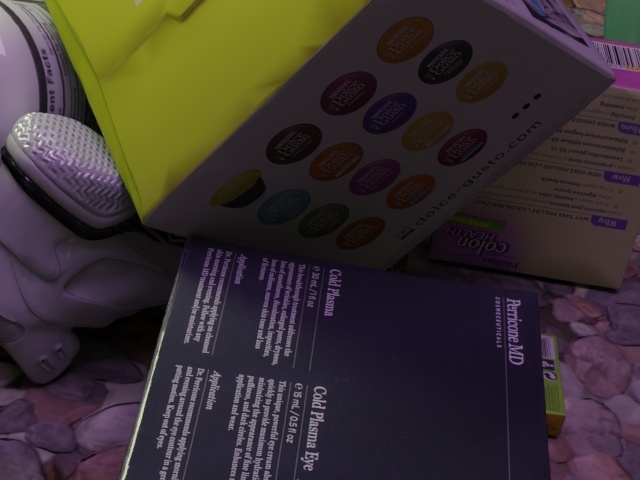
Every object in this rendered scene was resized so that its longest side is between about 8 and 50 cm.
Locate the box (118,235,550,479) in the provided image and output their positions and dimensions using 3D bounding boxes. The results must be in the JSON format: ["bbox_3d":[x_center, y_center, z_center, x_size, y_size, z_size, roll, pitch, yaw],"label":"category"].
[{"bbox_3d":[0.012,0.183,1.163,0.312,0.179,0.343,9,35,0],"label":"box"}]

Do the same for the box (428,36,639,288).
[{"bbox_3d":[0.242,-0.092,1.553,0.213,0.243,0.117,9,32,-1],"label":"box"}]

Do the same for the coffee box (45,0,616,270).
[{"bbox_3d":[-0.006,-0.207,1.354,0.334,0.337,0.338,18,37,-50],"label":"coffee box"}]

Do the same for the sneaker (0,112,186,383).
[{"bbox_3d":[-0.189,0.032,1.376,0.366,0.210,0.137,27,18,-43],"label":"sneaker"}]

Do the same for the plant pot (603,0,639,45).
[{"bbox_3d":[0.503,-0.276,1.888,0.293,0.235,0.293,6,35,-4],"label":"plant pot"}]

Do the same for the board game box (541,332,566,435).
[{"bbox_3d":[0.103,0.120,1.402,0.259,0.039,0.124,11,34,-3],"label":"board game box"}]

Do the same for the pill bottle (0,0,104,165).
[{"bbox_3d":[-0.313,-0.135,1.413,0.210,0.210,0.363,29,17,25],"label":"pill bottle"}]

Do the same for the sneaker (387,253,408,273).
[{"bbox_3d":[0.000,0.000,1.519,0.188,0.066,0.071,9,36,-1],"label":"sneaker"}]
